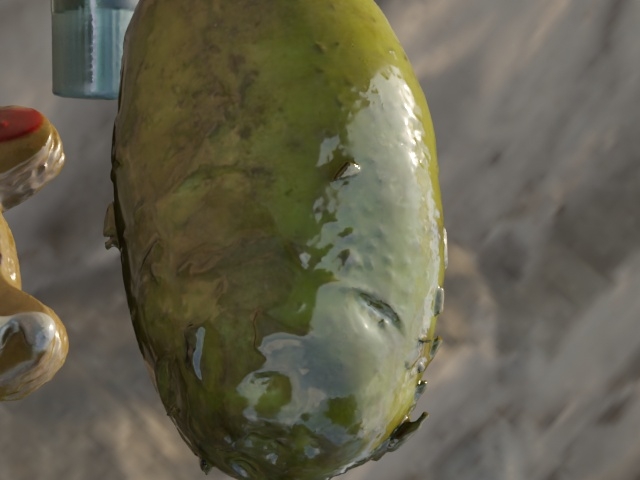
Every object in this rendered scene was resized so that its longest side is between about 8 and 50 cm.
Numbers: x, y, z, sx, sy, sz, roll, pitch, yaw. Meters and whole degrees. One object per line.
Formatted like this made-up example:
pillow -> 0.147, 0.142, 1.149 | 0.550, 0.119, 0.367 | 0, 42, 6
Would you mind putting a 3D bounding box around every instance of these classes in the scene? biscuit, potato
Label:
biscuit -> -0.238, -0.021, 1.058 | 0.197, 0.301, 0.049 | -13, 136, 2
potato -> -0.019, -0.016, 0.820 | 0.149, 0.251, 0.113 | -19, 155, 26

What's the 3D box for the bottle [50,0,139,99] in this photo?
bottle -> -0.183, -0.260, 1.590 | 0.082, 0.082, 0.286 | -16, 108, -69
